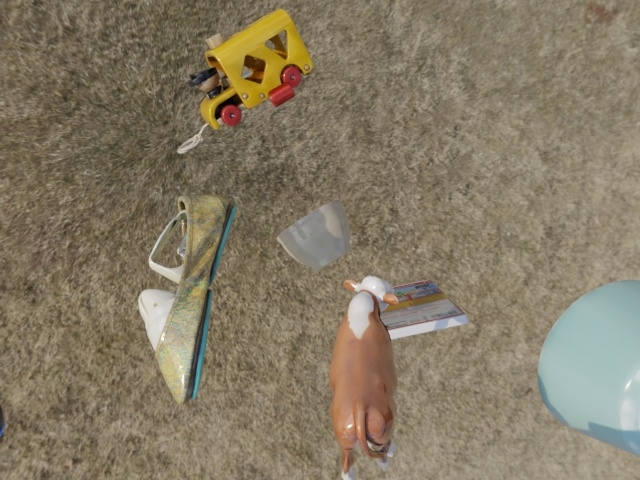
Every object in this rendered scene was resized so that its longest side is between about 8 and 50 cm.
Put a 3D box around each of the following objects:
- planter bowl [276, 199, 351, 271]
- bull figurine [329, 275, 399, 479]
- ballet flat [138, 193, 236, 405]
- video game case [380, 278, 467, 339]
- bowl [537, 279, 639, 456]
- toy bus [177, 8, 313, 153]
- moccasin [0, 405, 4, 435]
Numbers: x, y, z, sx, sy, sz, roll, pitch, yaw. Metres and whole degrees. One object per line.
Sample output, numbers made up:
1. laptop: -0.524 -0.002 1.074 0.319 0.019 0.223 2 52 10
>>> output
1. planter bowl: 0.000 0.000 0.960 0.162 0.162 0.109 -30 86 -10
2. bull figurine: 0.070 0.197 0.674 0.101 0.310 0.189 -1 121 13
3. ballet flat: -0.212 0.068 0.675 0.123 0.123 0.349 20 52 -22
4. video game case: 0.228 0.170 1.134 0.203 0.285 0.025 -12 102 0
5. bowl: 0.559 0.239 0.746 0.311 0.163 0.312 -2 103 -9
6. toy bus: -0.116 -0.235 0.611 0.190 0.202 0.105 -13 123 29
7. moccasin: -0.801 0.357 0.820 0.341 0.137 0.117 -7 126 -43
